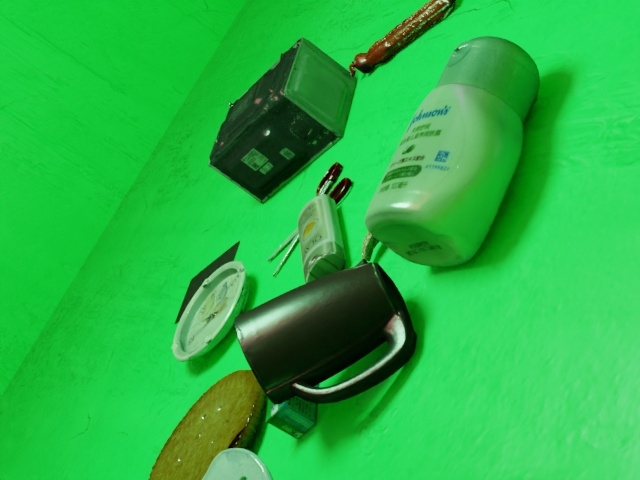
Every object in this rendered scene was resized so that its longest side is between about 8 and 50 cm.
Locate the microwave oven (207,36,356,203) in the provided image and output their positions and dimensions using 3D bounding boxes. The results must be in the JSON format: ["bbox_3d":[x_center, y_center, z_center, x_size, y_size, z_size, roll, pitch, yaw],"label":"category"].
[{"bbox_3d":[-0.091,-0.267,2.309,0.295,0.181,0.238,-36,27,40],"label":"microwave oven"}]

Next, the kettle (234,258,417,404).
[{"bbox_3d":[0.014,0.135,1.494,0.232,0.144,0.202,-28,43,8],"label":"kettle"}]

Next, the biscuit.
[{"bbox_3d":[-0.194,0.348,1.789,0.305,0.038,0.305,-42,20,19],"label":"biscuit"}]

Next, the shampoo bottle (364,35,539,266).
[{"bbox_3d":[0.206,-0.141,1.517,0.222,0.151,0.350,-12,46,60],"label":"shampoo bottle"}]

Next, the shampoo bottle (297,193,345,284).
[{"bbox_3d":[0.000,0.000,1.884,0.086,0.056,0.227,-48,22,21],"label":"shampoo bottle"}]

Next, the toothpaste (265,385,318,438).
[{"bbox_3d":[-0.040,0.193,1.669,0.050,0.065,0.267,-43,24,29],"label":"toothpaste"}]

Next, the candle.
[{"bbox_3d":[0.168,-0.424,2.169,0.329,0.048,0.051,-30,73,49],"label":"candle"}]

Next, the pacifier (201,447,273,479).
[{"bbox_3d":[-0.185,0.418,1.441,0.287,0.225,0.238,-44,42,30],"label":"pacifier"}]

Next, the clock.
[{"bbox_3d":[-0.213,0.151,2.126,0.236,0.053,0.236,-43,26,28],"label":"clock"}]

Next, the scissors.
[{"bbox_3d":[-0.026,-0.039,2.059,0.248,0.017,0.144,-53,20,12],"label":"scissors"}]

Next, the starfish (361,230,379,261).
[{"bbox_3d":[0.137,-0.065,1.702,0.227,0.043,0.240,-44,20,22],"label":"starfish"}]

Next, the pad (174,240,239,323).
[{"bbox_3d":[-0.258,0.096,2.376,0.211,0.003,0.143,-36,28,42],"label":"pad"}]
